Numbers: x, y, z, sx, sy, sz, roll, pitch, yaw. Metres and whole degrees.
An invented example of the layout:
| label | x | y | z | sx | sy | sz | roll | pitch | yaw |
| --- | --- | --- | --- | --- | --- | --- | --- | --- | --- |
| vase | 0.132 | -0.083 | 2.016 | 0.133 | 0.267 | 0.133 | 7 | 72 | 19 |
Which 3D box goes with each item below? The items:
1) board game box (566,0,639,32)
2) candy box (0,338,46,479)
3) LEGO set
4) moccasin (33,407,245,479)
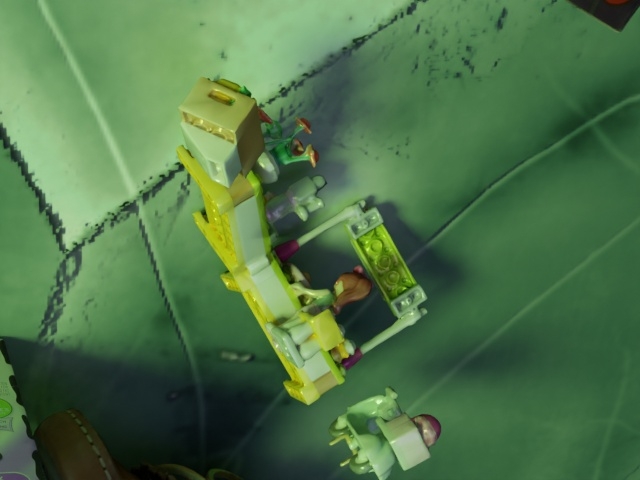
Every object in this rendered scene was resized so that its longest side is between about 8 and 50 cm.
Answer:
| label | x | y | z | sx | sy | sz | roll | pitch | yaw |
| --- | --- | --- | --- | --- | --- | --- | --- | --- | --- |
| board game box | -0.016 | -0.220 | 0.672 | 0.347 | 0.208 | 0.056 | 24 | 112 | -32 |
| candy box | -0.243 | 0.132 | 0.802 | 0.165 | 0.196 | 0.070 | 1 | 119 | -24 |
| LEGO set | 0.000 | 0.000 | 0.875 | 0.107 | 0.132 | 0.287 | -31 | 121 | -12 |
| moccasin | -0.064 | 0.229 | 0.977 | 0.147 | 0.139 | 0.380 | -39 | 124 | -4 |
